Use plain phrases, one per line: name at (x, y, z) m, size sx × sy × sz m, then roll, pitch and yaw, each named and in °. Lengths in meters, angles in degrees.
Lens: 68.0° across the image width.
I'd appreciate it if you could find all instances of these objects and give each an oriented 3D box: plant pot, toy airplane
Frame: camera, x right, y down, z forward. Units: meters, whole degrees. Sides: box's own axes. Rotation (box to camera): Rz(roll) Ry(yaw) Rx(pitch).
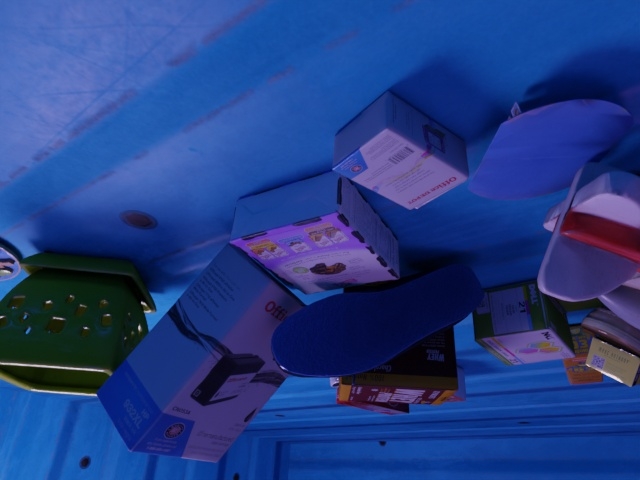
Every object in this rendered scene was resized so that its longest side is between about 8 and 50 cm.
plant pot at (-0.425, 0.151, 0.849) m, size 0.226 × 0.207 × 0.228 m, roll 6°, pitch 151°, yaw -3°
toy airplane at (0.414, 0.052, 0.463) m, size 0.385 × 0.273 × 0.384 m, roll 6°, pitch 172°, yaw -36°

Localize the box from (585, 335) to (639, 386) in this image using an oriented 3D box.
box at (0.603, 0.212, 0.896) m, size 0.232 × 0.058 × 0.087 m, roll -1°, pitch -163°, yaw -36°

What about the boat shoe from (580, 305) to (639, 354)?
boat shoe at (0.523, 0.125, 0.770) m, size 0.302 × 0.098 × 0.109 m, roll 11°, pitch -167°, yaw -39°

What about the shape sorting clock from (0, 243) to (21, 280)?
shape sorting clock at (-0.633, 0.027, 0.818) m, size 0.205 × 0.041 × 0.206 m, roll 3°, pitch 151°, yaw 2°

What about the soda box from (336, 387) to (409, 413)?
soda box at (0.171, 0.494, 1.520) m, size 0.263 × 0.092 × 0.083 m, roll 26°, pitch 145°, yaw -34°

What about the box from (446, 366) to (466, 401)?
box at (0.305, 0.403, 1.343) m, size 0.170 × 0.091 × 0.130 m, roll -18°, pitch 144°, yaw 35°

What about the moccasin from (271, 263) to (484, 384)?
moccasin at (0.092, 0.139, 0.741) m, size 0.341 × 0.138 × 0.117 m, roll -12°, pitch 164°, yaw -11°

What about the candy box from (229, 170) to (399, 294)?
candy box at (0.000, 0.000, 0.670) m, size 0.164 × 0.070 × 0.196 m, roll -13°, pitch 146°, yaw 27°

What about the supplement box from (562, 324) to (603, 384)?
supplement box at (0.584, 0.259, 1.068) m, size 0.077 × 0.080 × 0.233 m, roll -14°, pitch 144°, yaw 25°

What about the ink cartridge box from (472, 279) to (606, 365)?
ink cartridge box at (0.428, 0.143, 0.854) m, size 0.255 × 0.097 × 0.188 m, roll -17°, pitch 144°, yaw 34°

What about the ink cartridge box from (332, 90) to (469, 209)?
ink cartridge box at (0.087, -0.091, 0.515) m, size 0.122 × 0.052 × 0.088 m, roll 24°, pitch 146°, yaw -30°

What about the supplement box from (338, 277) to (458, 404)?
supplement box at (0.131, 0.181, 0.853) m, size 0.191 × 0.194 × 0.129 m, roll 2°, pitch 151°, yaw 2°

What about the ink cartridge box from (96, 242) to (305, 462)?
ink cartridge box at (-0.161, 0.192, 0.783) m, size 0.129 × 0.307 × 0.223 m, roll 36°, pitch 172°, yaw 37°

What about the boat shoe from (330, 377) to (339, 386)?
boat shoe at (0.152, 0.360, 1.284) m, size 0.267 × 0.088 × 0.096 m, roll -3°, pitch 150°, yaw 12°

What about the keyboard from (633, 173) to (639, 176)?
keyboard at (0.410, -0.047, 0.590) m, size 0.180 × 0.023 × 0.108 m, roll -3°, pitch 151°, yaw 14°

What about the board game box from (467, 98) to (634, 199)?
board game box at (0.234, -0.101, 0.504) m, size 0.133 × 0.033 × 0.169 m, roll -3°, pitch 154°, yaw -2°
